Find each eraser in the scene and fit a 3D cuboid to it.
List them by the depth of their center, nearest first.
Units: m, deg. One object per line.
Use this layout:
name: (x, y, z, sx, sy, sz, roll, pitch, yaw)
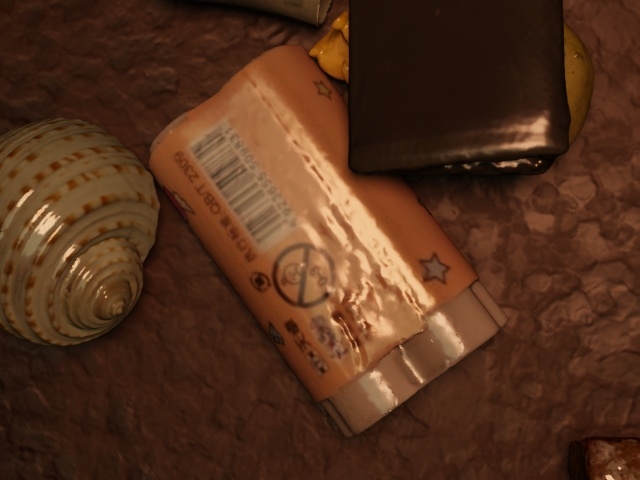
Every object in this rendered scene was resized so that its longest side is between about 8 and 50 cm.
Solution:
eraser: (0.000, 0.000, 0.904, 0.171, 0.087, 0.290, -37, 84, 6)

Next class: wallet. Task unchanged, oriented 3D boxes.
wallet: (0.104, -0.169, 0.841, 0.168, 0.052, 0.245, -1, 78, 15)

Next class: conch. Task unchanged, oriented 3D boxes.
conch: (-0.231, -0.007, 0.899, 0.200, 0.131, 0.172, 29, 111, 8)

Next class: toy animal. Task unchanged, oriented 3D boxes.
toy animal: (0.074, -0.130, 0.912, 0.159, 0.070, 0.083, 47, 55, 1)

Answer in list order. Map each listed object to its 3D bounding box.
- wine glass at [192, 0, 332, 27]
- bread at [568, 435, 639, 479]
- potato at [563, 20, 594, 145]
wine glass: (-0.099, -0.246, 0.913, 0.231, 0.103, 0.103, 16, 90, 3)
bread: (0.282, 0.353, 0.813, 0.165, 0.113, 0.416, -1, 76, -5)
potato: (0.147, -0.153, 0.893, 0.105, 0.085, 0.188, -38, 80, -15)
